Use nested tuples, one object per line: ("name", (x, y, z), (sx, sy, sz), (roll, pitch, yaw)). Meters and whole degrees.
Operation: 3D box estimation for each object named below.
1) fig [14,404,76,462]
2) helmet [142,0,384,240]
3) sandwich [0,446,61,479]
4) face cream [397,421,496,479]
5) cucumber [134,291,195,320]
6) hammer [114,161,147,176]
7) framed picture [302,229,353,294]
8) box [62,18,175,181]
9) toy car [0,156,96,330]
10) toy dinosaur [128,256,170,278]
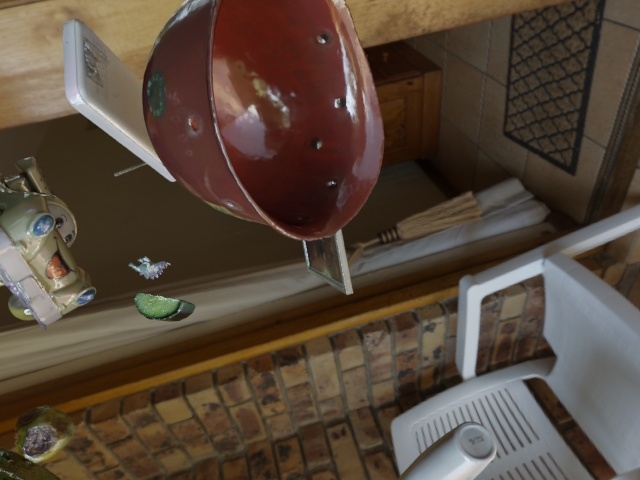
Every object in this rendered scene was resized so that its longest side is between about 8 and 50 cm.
("fig", (-0.801, 0.559, 1.321), (0.144, 0.154, 0.165), (-66, -23, -10))
("helmet", (-0.090, -0.172, 0.618), (0.385, 0.230, 0.337), (5, -92, -61))
("sandwich", (-0.613, 0.486, 0.822), (0.292, 0.212, 0.109), (53, -174, -20))
("face cream", (0.132, 0.261, 0.507), (0.051, 0.072, 0.182), (63, 148, 37))
("cucumber", (-0.384, 0.168, 1.115), (0.115, 0.117, 0.062), (76, -154, -79))
("hammer", (-0.574, -0.282, 1.567), (0.029, 0.292, 0.058), (92, 156, -80))
("framed picture", (0.000, 0.000, 1.113), (0.289, 0.020, 0.211), (-159, 57, -70))
("box", (-0.305, -0.209, 0.736), (0.285, 0.044, 0.142), (55, -159, -71))
("toy car", (-0.587, -0.014, 0.919), (0.336, 0.226, 0.242), (24, 138, 32))
("toy dinosaur", (-0.563, 0.089, 1.514), (0.082, 0.209, 0.039), (56, -137, -30))
